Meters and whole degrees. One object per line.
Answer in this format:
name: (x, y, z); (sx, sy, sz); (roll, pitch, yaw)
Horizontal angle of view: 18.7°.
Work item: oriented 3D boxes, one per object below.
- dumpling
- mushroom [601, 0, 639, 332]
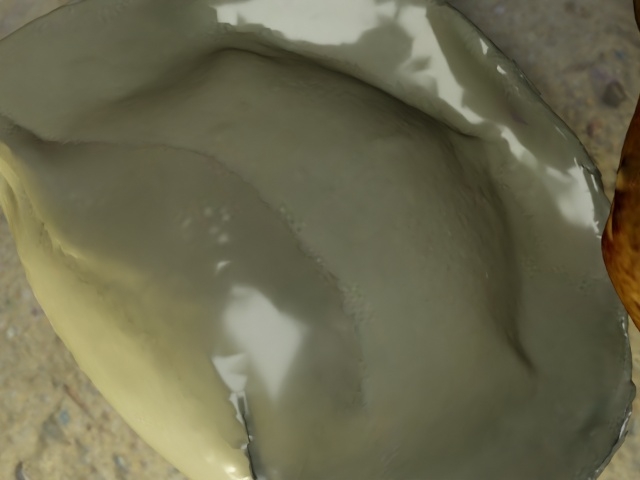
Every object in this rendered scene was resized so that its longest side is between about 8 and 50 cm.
dumpling: (-0.002, -0.002, 0.953); (0.260, 0.181, 0.341); (-37, 53, -11)
mushroom: (0.255, -0.044, 0.834); (0.267, 0.254, 0.267); (5, 113, 13)
